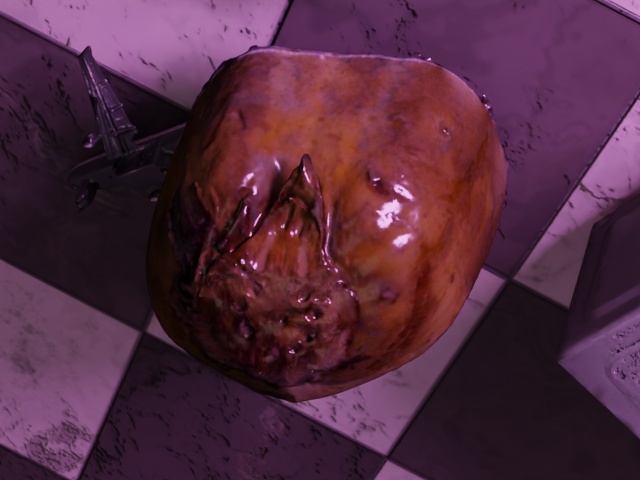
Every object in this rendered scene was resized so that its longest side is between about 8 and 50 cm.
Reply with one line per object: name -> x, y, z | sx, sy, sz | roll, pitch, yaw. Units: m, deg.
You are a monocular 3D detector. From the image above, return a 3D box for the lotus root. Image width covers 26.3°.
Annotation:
lotus root -> 0.000, 0.000, 0.983 | 0.272, 0.192, 0.272 | 7, 130, 8

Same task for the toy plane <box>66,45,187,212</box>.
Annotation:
toy plane -> -0.129, -0.070, 1.084 | 0.226, 0.058, 0.226 | -23, 131, 33

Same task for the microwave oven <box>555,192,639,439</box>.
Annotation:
microwave oven -> 0.346, 0.075, 0.934 | 0.295, 0.181, 0.237 | 43, 130, -13
